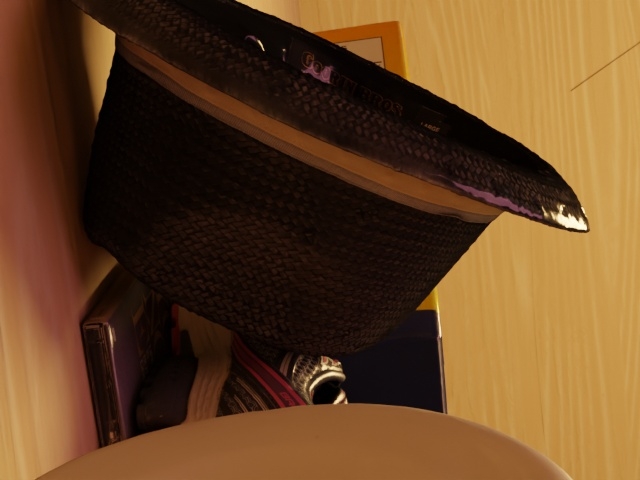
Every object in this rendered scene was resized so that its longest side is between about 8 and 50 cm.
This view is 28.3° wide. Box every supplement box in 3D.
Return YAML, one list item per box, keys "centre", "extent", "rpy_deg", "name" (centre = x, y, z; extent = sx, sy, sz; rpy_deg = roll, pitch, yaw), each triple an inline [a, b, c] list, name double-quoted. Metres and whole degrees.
- centre: [0.000, 0.000, 1.144]
  extent: [0.195, 0.194, 0.356]
  rpy_deg: [79, 6, -53]
  name: "supplement box"

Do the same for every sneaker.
- centre: [-0.035, 0.090, 0.786]
  extent: [0.299, 0.112, 0.121]
  rpy_deg: [-88, 173, -66]
  name: "sneaker"

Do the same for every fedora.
- centre: [-0.017, -0.030, 0.717]
  extent: [0.152, 0.334, 0.334]
  rpy_deg: [-64, -176, 12]
  name: "fedora"

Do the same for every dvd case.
- centre: [-0.101, 0.095, 0.767]
  extent: [0.221, 0.018, 0.164]
  rpy_deg: [-83, 166, -77]
  name: "dvd case"

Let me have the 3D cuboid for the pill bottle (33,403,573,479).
- centre: [0.002, 0.278, 0.452]
  extent: [0.224, 0.224, 0.392]
  rpy_deg: [-84, 168, -75]
  name: "pill bottle"
